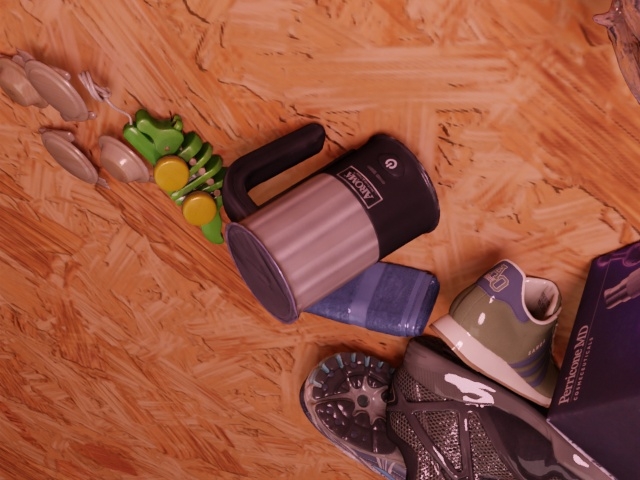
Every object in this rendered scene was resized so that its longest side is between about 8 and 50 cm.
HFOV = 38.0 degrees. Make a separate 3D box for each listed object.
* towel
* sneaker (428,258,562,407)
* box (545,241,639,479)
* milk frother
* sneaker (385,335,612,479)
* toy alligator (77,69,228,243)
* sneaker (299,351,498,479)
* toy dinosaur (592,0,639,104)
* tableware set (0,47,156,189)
[{"bbox_3d":[0.036,0.046,0.790,0.119,0.067,0.029,13,140,18],"label":"towel"},{"bbox_3d":[0.166,0.073,0.741,0.192,0.086,0.064,31,-170,-49],"label":"sneaker"},{"bbox_3d":[0.269,0.067,0.596,0.108,0.153,0.207,40,142,-16],"label":"box"},{"bbox_3d":[0.000,0.000,0.699,0.129,0.134,0.143,41,153,38],"label":"milk frother"},{"bbox_3d":[0.156,0.190,0.816,0.227,0.087,0.130,27,105,15],"label":"sneaker"},{"bbox_3d":[-0.119,-0.075,0.761,0.051,0.056,0.190,-33,120,4],"label":"toy alligator"},{"bbox_3d":[0.102,0.204,0.938,0.283,0.110,0.122,36,161,-8],"label":"sneaker"},{"bbox_3d":[0.211,-0.111,0.361,0.200,0.296,0.127,-15,108,-6],"label":"toy dinosaur"},{"bbox_3d":[-0.214,-0.100,0.791,0.141,0.020,0.169,17,149,41],"label":"tableware set"}]
